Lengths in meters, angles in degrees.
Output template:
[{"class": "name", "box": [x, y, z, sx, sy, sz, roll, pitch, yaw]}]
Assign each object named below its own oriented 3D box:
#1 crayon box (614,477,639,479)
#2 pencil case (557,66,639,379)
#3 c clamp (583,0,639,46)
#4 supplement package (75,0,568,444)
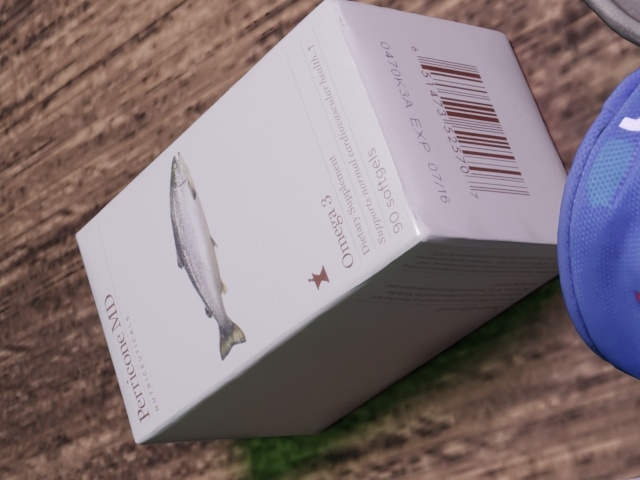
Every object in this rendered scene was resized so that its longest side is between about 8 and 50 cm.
[{"class": "crayon box", "box": [0.156, 0.208, 0.364, 0.083, 0.203, 0.323, -53, 54, 31]}, {"class": "pencil case", "box": [0.206, 0.044, 0.385, 0.119, 0.133, 0.306, -42, 47, -17]}, {"class": "c clamp", "box": [0.127, -0.100, 0.465, 0.137, 0.161, 0.022, -115, 18, -49]}, {"class": "supplement package", "box": [0.000, 0.000, 0.606, 0.179, 0.105, 0.105, -39, 62, 38]}]
